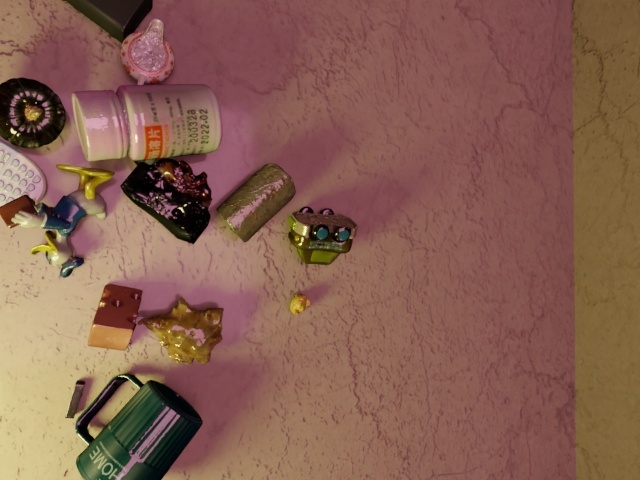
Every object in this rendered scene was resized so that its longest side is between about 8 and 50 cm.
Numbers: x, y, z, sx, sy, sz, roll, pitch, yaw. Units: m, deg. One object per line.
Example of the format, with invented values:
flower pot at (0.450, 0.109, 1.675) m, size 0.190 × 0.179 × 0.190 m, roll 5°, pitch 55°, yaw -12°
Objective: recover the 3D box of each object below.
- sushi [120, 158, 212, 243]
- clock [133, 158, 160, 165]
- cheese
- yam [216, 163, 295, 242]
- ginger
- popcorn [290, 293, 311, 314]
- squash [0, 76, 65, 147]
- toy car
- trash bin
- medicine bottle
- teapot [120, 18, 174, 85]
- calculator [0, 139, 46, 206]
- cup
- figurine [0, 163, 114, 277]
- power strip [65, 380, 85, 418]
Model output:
sushi at (-0.458, -0.145, 1.419) m, size 0.227 × 0.215 × 0.212 m, roll 34°, pitch 73°, yaw 0°
clock at (-0.570, -0.273, 1.451) m, size 0.085 × 0.017 × 0.085 m, roll -1°, pitch 92°, yaw -23°
cheese at (-0.622, 0.249, 1.353) m, size 0.128 × 0.177 × 0.202 m, roll 17°, pitch 85°, yaw -23°
yam at (-0.223, -0.130, 1.529) m, size 0.268 × 0.161 × 0.161 m, roll -46°, pitch 107°, yaw -17°
ginger at (-0.456, 0.299, 1.460) m, size 0.271 × 0.123 × 0.218 m, roll 9°, pitch 84°, yaw -14°
popcorn at (-0.084, 0.226, 1.647) m, size 0.084 × 0.084 × 0.084 m, roll 0°, pitch 91°, yaw -23°
squash at (-0.835, -0.362, 1.265) m, size 0.193 × 0.156 × 0.193 m, roll -9°, pitch 119°, yaw -18°
toy car at (0.000, 0.000, 1.633) m, size 0.248 × 0.204 × 0.198 m, roll 2°, pitch 113°, yaw -22°
trash bin at (-0.661, -0.750, 1.357) m, size 0.226 × 0.115 × 0.165 m, roll 32°, pitch 80°, yaw -17°
medicine bottle at (-0.513, -0.356, 1.338) m, size 0.389 × 0.219 × 0.219 m, roll -14°, pitch 97°, yaw -33°
teapot at (-0.550, -0.567, 1.406) m, size 0.159 × 0.116 × 0.245 m, roll 9°, pitch 85°, yaw -36°
calculator at (-0.956, -0.201, 1.274) m, size 0.303 × 0.042 × 0.188 m, roll 33°, pitch 79°, yaw -21°
cup at (-0.562, 0.601, 1.382) m, size 0.292 × 0.308 × 0.242 m, roll -50°, pitch 141°, yaw -15°
figurine at (-0.758, -0.046, 1.288) m, size 0.284 × 0.205 × 0.337 m, roll -10°, pitch 110°, yaw -49°
power strip at (-0.760, 0.493, 1.374) m, size 0.030 × 0.038 × 0.111 m, roll 17°, pitch 85°, yaw -24°
